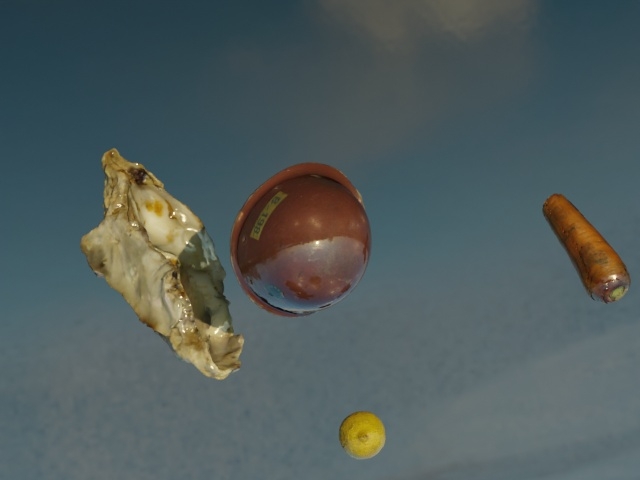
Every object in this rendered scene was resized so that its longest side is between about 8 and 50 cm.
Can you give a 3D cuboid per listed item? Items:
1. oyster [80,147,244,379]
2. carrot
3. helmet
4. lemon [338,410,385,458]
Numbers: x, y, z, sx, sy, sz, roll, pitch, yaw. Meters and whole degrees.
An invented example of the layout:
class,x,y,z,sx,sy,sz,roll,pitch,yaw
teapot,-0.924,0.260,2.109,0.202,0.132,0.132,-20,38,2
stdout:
class,x,y,z,sx,sy,sz,roll,pitch,yaw
oyster,-0.199,0.038,1.805,0.110,0.341,0.166,-46,163,22
carrot,0.313,0.009,1.732,0.055,0.161,0.055,-13,135,-14
helmet,0.000,0.000,1.551,0.155,0.175,0.106,44,162,-21
lemon,0.054,0.250,1.883,0.062,0.062,0.083,-11,174,-2
